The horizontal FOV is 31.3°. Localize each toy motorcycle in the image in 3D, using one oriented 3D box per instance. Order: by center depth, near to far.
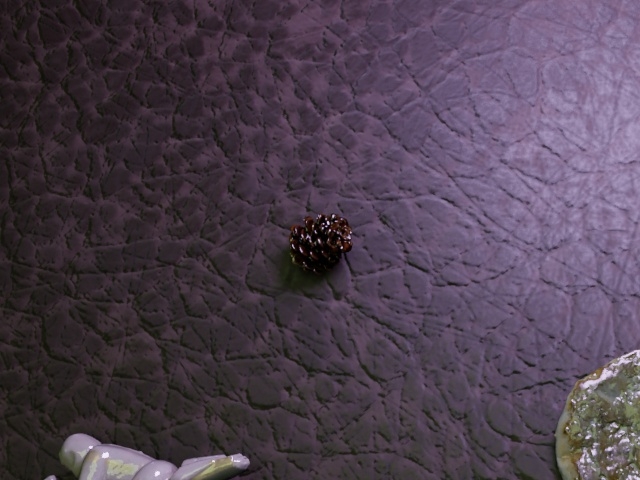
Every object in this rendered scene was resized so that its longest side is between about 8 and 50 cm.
[{"bbox_3d":[-0.239,0.332,1.357,0.340,0.108,0.223,-14,75,11],"label":"toy motorcycle"}]

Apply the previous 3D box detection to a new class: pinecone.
[{"bbox_3d":[0.000,0.000,1.442,0.077,0.083,0.077,19,52,-26],"label":"pinecone"}]

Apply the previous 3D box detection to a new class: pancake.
[{"bbox_3d":[0.394,0.245,1.321,0.253,0.037,0.254,-3,71,8],"label":"pancake"}]
